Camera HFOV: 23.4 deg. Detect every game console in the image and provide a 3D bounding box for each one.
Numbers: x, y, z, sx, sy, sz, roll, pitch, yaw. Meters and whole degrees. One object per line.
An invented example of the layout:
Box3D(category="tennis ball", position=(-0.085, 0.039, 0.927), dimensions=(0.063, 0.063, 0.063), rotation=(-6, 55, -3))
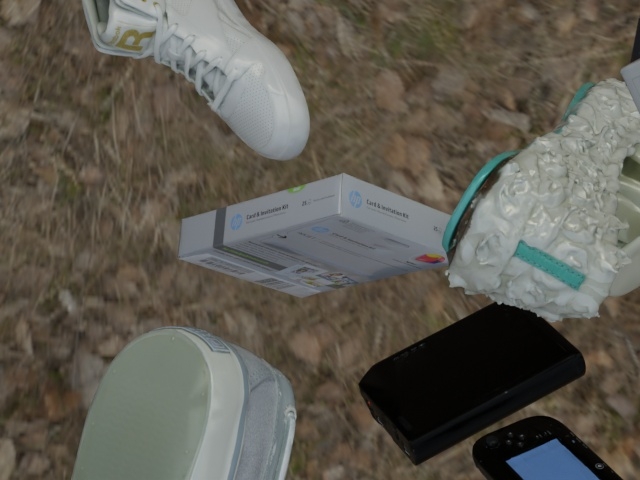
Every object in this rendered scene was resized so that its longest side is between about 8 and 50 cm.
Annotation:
Box3D(category="game console", position=(0.209, 0.195, 1.556), dimensions=(0.213, 0.361, 0.044), rotation=(-27, 130, -16))

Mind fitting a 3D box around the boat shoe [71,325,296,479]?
Box3D(category="boat shoe", position=(-0.061, 0.146, 0.570), dimensions=(0.081, 0.079, 0.227), rotation=(20, 87, -50))

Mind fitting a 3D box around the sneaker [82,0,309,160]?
Box3D(category="sneaker", position=(-0.144, -0.187, 1.588), dimensions=(0.169, 0.292, 0.108), rotation=(-7, 140, -41))

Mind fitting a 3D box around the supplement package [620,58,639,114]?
Box3D(category="supplement package", position=(0.224, -0.020, 0.628), dimensions=(0.105, 0.105, 0.179), rotation=(-26, 93, -33))

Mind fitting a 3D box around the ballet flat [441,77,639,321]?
Box3D(category="ballet flat", position=(0.208, -0.022, 1.172), dimensions=(0.147, 0.409, 0.147), rotation=(7, 108, 22))

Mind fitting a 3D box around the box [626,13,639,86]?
Box3D(category="box", position=(0.430, -0.115, 1.366), dimensions=(0.097, 0.395, 0.318), rotation=(-8, 115, -28))

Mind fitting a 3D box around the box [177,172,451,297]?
Box3D(category="box", position=(0.000, 0.000, 1.238), dimensions=(0.145, 0.186, 0.038), rotation=(19, 67, -41))
